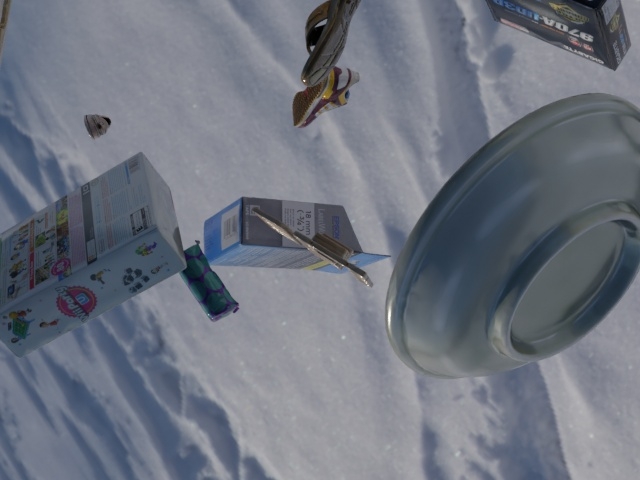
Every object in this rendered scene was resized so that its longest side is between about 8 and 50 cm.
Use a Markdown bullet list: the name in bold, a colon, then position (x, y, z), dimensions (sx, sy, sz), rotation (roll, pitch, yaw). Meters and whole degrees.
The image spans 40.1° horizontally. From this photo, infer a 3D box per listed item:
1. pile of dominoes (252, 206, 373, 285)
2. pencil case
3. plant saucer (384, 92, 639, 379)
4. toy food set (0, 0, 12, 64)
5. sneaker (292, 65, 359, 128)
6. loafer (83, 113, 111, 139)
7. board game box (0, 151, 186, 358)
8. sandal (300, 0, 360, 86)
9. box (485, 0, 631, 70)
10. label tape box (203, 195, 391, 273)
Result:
- **pile of dominoes**: position (0.000, 0.000, 1.328), dimensions (0.196, 0.040, 0.251), rotation (31, 177, 8)
- **pencil case**: position (-0.216, 0.079, 1.648), dimensions (0.064, 0.070, 0.152), rotation (-38, 81, 20)
- **plant saucer**: position (0.262, 0.030, 1.008), dimensions (0.100, 0.400, 0.401), rotation (49, 142, 39)
- **toy food set**: position (-0.309, -0.223, 0.777), dimensions (0.192, 0.038, 0.133), rotation (136, 140, -71)
- **sneaker**: position (0.008, -0.260, 1.626), dimensions (0.185, 0.083, 0.070), rotation (140, 128, -61)
- **loafer**: position (-0.393, -0.206, 1.550), dimensions (0.125, 0.039, 0.045), rotation (-135, 27, -74)
- **board game box**: position (-0.378, 0.019, 1.398), dimensions (0.098, 0.303, 0.224), rotation (59, -174, -39)
- **sandal**: position (0.009, -0.278, 1.114), dimensions (0.049, 0.072, 0.180), rotation (19, 84, 14)
- **box**: position (0.331, -0.344, 1.264), dimensions (0.220, 0.051, 0.175), rotation (34, 179, 30)
- **label tape box**: position (-0.053, -0.005, 1.856), dimensions (0.240, 0.333, 0.106), rotation (157, 114, -62)
